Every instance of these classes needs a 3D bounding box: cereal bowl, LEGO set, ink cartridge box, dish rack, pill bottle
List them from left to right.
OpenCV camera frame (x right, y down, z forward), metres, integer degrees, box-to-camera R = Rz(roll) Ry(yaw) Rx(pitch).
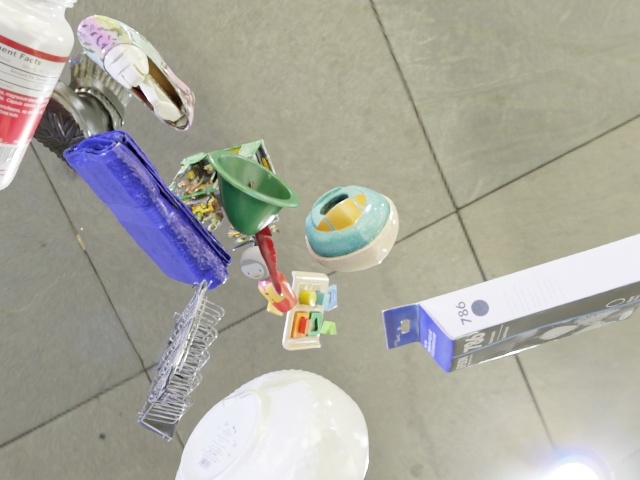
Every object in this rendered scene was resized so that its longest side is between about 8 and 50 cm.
[{"bbox_3d":[-0.572,-0.308,1.226,0.229,0.229,0.408,26,104,-17],"label":"pill bottle"},{"bbox_3d":[-0.215,0.187,1.121,0.074,0.271,0.208,21,59,-12],"label":"dish rack"},{"bbox_3d":[-0.208,-0.067,1.552,0.254,0.331,0.192,-16,116,9],"label":"LEGO set"},{"bbox_3d":[-0.100,0.326,1.051,0.339,0.339,0.141,-49,116,-12],"label":"cereal bowl"},{"bbox_3d":[0.247,0.095,0.908,0.332,0.165,0.065,-16,64,2],"label":"ink cartridge box"}]

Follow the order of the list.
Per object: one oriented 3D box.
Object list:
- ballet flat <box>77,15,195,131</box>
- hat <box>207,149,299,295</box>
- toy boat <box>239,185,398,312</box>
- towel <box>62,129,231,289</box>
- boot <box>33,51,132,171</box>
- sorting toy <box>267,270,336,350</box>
[{"bbox_3d":[-0.253,-0.232,1.023,0.076,0.079,0.221,-32,141,12],"label":"ballet flat"},{"bbox_3d":[-0.147,-0.030,1.265,0.173,0.208,0.184,-1,126,-56],"label":"hat"},{"bbox_3d":[0.000,0.000,1.395,0.318,0.267,0.148,-37,114,-6],"label":"toy boat"},{"bbox_3d":[-0.292,-0.054,1.224,0.076,0.227,0.308,-46,120,-22],"label":"towel"},{"bbox_3d":[-0.530,-0.319,1.556,0.131,0.348,0.260,2,68,7],"label":"boot"},{"bbox_3d":[-0.026,0.180,1.812,0.347,0.047,0.196,10,86,-62],"label":"sorting toy"}]
